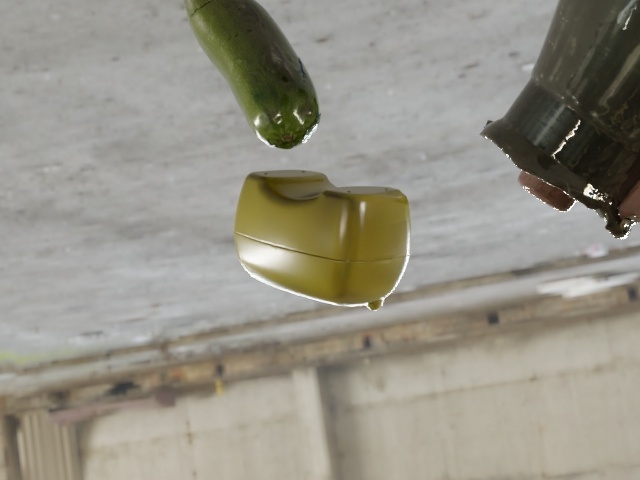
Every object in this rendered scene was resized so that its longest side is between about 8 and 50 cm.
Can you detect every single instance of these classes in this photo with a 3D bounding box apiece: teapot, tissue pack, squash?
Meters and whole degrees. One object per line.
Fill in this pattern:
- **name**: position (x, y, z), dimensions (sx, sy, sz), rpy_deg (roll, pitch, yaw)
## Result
- **teapot**: position (0.416, -0.180, 1.599), dimensions (0.305, 0.376, 0.361), rpy_deg (14, 114, -55)
- **tissue pack**: position (0.000, 0.000, 1.262), dimensions (0.178, 0.127, 0.123), rpy_deg (14, -169, 42)
- **squash**: position (-0.080, -0.204, 1.327), dimensions (0.087, 0.331, 0.087), rpy_deg (-16, 134, -18)
